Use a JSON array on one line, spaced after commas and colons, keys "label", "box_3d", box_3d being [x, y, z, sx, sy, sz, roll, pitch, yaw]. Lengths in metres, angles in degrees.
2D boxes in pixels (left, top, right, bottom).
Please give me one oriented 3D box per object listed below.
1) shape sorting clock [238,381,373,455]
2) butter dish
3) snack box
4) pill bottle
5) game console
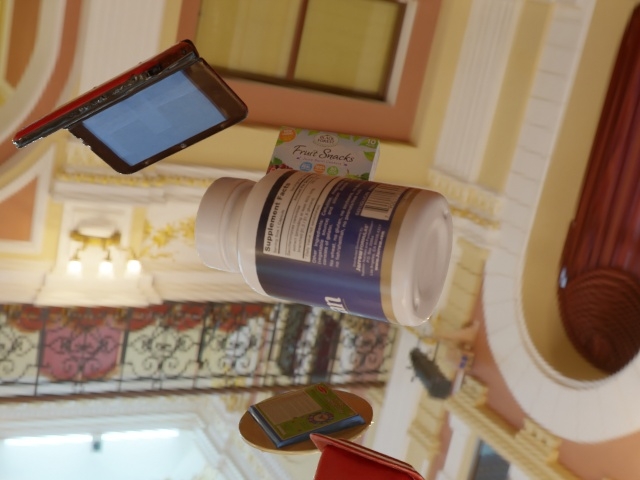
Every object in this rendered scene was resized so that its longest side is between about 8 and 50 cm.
[{"label": "shape sorting clock", "box_3d": [-0.022, 0.274, 1.415, 0.206, 0.040, 0.206, -9, -163, 3]}, {"label": "butter dish", "box_3d": [0.053, 0.312, 1.062, 0.160, 0.118, 0.160, 13, 149, 37]}, {"label": "snack box", "box_3d": [0.003, -0.099, 1.271, 0.141, 0.100, 0.037, 9, 151, 13]}, {"label": "pill bottle", "box_3d": [0.000, 0.000, 0.660, 0.169, 0.094, 0.094, 10, -167, 24]}, {"label": "game console", "box_3d": [-0.150, -0.092, 0.754, 0.144, 0.085, 0.124, -23, -163, 22]}]
